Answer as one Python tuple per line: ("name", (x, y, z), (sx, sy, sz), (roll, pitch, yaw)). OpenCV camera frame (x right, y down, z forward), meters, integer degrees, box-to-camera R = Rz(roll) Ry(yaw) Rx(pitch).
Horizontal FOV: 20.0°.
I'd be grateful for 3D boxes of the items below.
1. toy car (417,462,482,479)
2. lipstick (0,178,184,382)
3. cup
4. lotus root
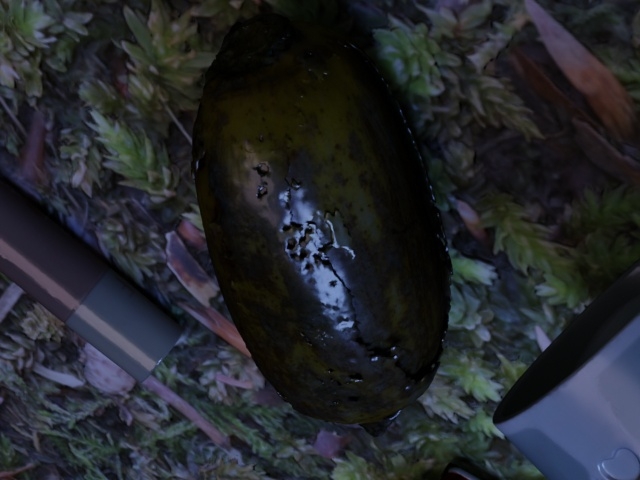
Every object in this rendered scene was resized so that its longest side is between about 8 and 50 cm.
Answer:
("toy car", (0.116, 0.289, 1.720), (0.112, 0.112, 0.139), (30, 137, 5))
("lipstick", (-0.250, 0.031, 1.742), (0.254, 0.070, 0.070), (40, 136, -5))
("cup", (0.347, 0.112, 1.341), (0.356, 0.259, 0.274), (-43, 89, 10))
("lotus root", (0.000, 0.000, 1.485), (0.179, 0.196, 0.397), (5, 132, 34))
